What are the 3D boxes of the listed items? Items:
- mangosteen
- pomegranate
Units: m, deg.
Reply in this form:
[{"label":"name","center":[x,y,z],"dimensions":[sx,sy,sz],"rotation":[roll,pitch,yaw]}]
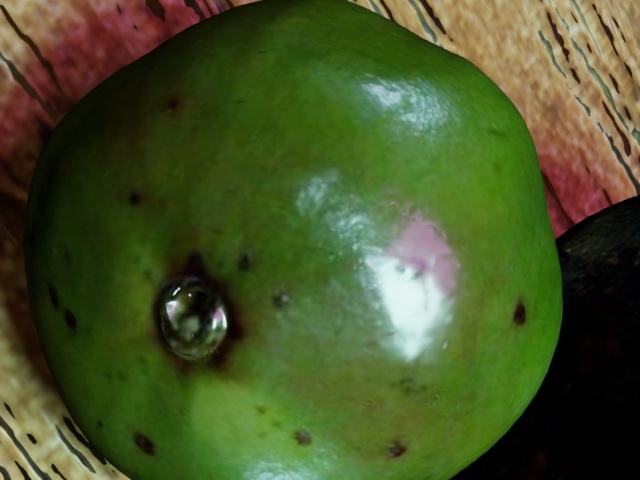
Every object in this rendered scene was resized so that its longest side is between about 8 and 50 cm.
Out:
[{"label":"mangosteen","center":[0.147,0.081,0.640],"dimensions":[0.243,0.243,0.243],"rotation":[2,87,-42]},{"label":"pomegranate","center":[0.001,0.002,0.564],"dimensions":[0.225,0.187,0.187],"rotation":[-40,118,-67]}]
